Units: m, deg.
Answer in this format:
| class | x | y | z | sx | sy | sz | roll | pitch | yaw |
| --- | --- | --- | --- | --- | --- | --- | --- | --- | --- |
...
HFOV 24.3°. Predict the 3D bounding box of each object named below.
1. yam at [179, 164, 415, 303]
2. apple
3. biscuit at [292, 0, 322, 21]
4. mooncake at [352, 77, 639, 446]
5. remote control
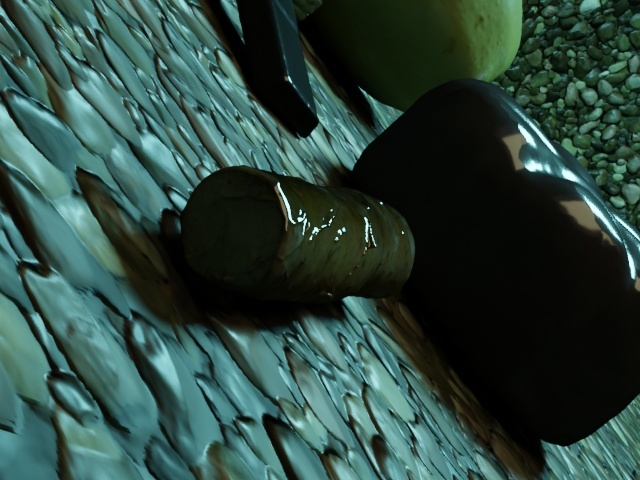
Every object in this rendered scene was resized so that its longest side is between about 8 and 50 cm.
| class | x | y | z | sx | sy | sz | roll | pitch | yaw |
| --- | --- | --- | --- | --- | --- | --- | --- | --- | --- |
| yam | 0.000 | 0.000 | 0.625 | 0.057 | 0.056 | 0.241 | 57 | 10 | 10 |
| apple | 0.080 | -0.209 | 1.269 | 0.200 | 0.200 | 0.200 | 52 | 11 | -15 |
| biscuit | -0.069 | -0.239 | 1.090 | 0.121 | 0.040 | 0.199 | 60 | 13 | 19 |
| mooncake | 0.128 | 0.009 | 0.966 | 0.245 | 0.133 | 0.245 | 44 | 13 | -13 |
| remote control | -0.039 | -0.172 | 0.948 | 0.063 | 0.025 | 0.245 | 48 | 24 | -52 |
